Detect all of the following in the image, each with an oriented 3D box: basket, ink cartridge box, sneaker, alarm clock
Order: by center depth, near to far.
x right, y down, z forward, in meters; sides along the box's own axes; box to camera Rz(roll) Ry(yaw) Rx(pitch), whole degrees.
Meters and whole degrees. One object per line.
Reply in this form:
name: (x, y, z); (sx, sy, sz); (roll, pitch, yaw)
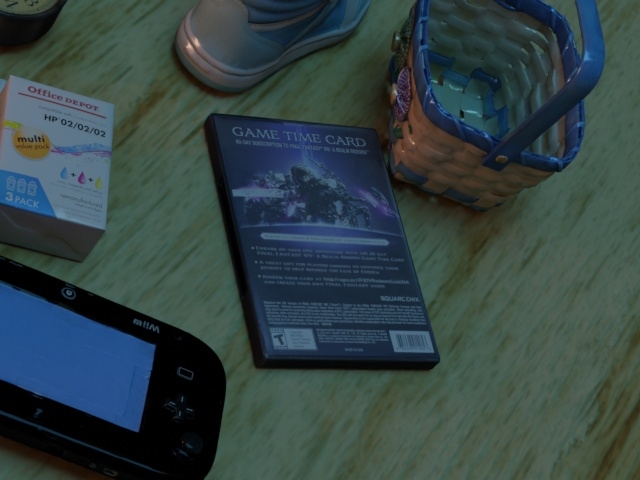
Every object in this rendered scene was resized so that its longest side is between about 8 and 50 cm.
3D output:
ink cartridge box: (-0.248, -0.081, 1.499); (0.104, 0.061, 0.181); (15, 52, -23)
alarm clock: (-0.295, -0.255, 1.590); (0.192, 0.064, 0.129); (-31, 78, -39)
basket: (0.188, -0.180, 1.677); (0.201, 0.289, 0.255); (22, 47, -23)
sneaker: (0.001, -0.290, 1.696); (0.127, 0.208, 0.319); (42, 47, 3)

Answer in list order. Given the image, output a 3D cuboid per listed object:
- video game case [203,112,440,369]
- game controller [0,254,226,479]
video game case: (0.000, 0.000, 1.621); (0.196, 0.026, 0.274); (3, 57, -30)
game controller: (-0.229, 0.100, 1.384); (0.319, 0.067, 0.166); (24, 50, -16)
